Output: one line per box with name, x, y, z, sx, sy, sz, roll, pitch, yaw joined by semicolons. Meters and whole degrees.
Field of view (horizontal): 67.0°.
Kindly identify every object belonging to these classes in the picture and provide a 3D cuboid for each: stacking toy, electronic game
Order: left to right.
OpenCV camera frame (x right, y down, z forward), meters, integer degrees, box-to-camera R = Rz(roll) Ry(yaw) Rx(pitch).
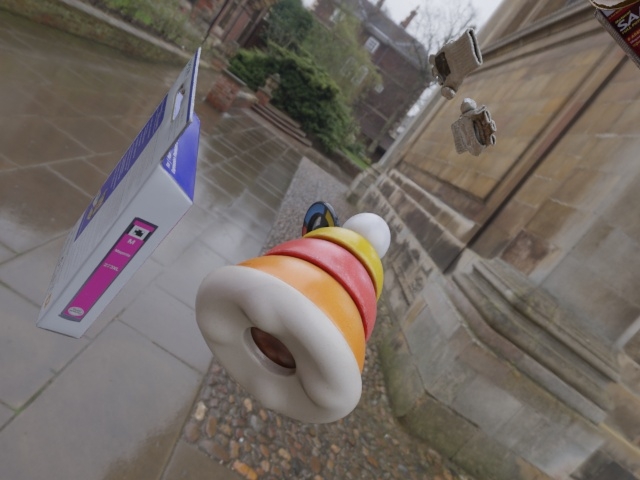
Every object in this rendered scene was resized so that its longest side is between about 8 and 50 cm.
electronic game;0.000;0.000;1.405;0.048;0.229;0.229;-2;31;-28
stacking toy;0.021;0.086;0.989;0.351;0.350;0.480;39;49;7

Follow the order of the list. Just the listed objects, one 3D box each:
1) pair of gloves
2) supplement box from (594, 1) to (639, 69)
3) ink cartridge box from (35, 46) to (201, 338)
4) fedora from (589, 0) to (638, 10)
pair of gloves;0.288;-0.289;0.995;0.204;0.042;0.240;-114;-172;-79
supplement box;0.750;-0.471;1.081;0.239;0.130;0.073;54;25;8
ink cartridge box;-0.233;-0.048;0.603;0.069;0.371;0.175;27;33;-31
fedora;0.435;-0.428;0.682;0.079;0.194;0.194;16;18;-20
